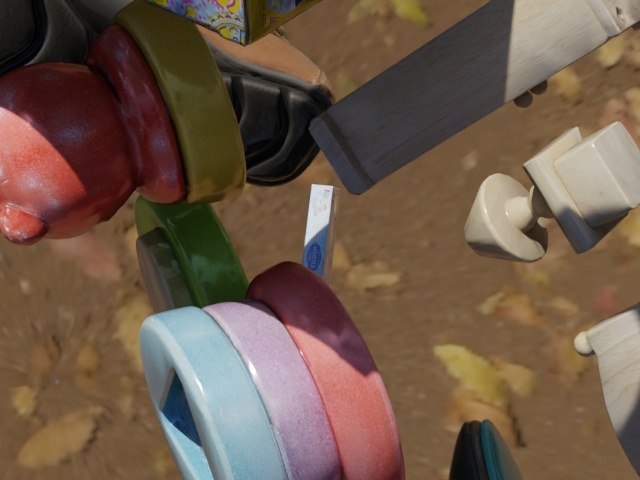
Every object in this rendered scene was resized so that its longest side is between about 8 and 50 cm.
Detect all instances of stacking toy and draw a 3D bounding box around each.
[{"bbox_3d":[-0.085,0.056,1.035,0.130,0.279,0.309,-22,66,-16],"label":"stacking toy"}]

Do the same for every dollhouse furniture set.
[{"bbox_3d":[0.180,0.030,0.961,0.355,0.174,0.303,58,37,-3],"label":"dollhouse furniture set"}]

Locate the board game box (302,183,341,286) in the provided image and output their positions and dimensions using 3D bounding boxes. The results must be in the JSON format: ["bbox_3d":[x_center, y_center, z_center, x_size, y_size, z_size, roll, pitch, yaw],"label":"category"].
[{"bbox_3d":[0.000,0.000,1.545,0.020,0.090,0.090,8,90,5],"label":"board game box"}]

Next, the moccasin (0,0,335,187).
[{"bbox_3d":[-0.164,-0.153,1.255,0.380,0.147,0.139,12,121,-29],"label":"moccasin"}]

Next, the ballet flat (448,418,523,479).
[{"bbox_3d":[0.134,0.258,1.347,0.096,0.095,0.280,-32,54,10],"label":"ballet flat"}]

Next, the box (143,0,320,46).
[{"bbox_3d":[-0.051,-0.262,0.855,0.290,0.177,0.279,26,45,31],"label":"box"}]
